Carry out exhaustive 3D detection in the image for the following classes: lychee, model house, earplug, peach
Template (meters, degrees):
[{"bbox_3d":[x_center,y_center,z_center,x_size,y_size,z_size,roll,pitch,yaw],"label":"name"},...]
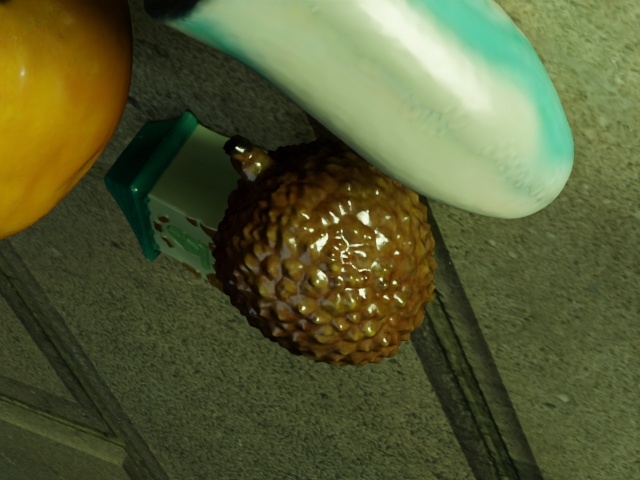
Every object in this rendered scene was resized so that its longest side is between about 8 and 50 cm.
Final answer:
[{"bbox_3d":[0.000,0.000,1.650,0.200,0.200,0.238,-4,130,52],"label":"lychee"},{"bbox_3d":[-0.124,-0.042,1.817,0.149,0.100,0.127,27,153,18],"label":"model house"},{"bbox_3d":[0.052,-0.126,1.391,0.324,0.185,0.185,41,154,-26],"label":"earplug"},{"bbox_3d":[-0.325,-0.141,1.584,0.342,0.343,0.302,37,133,-7],"label":"peach"}]
